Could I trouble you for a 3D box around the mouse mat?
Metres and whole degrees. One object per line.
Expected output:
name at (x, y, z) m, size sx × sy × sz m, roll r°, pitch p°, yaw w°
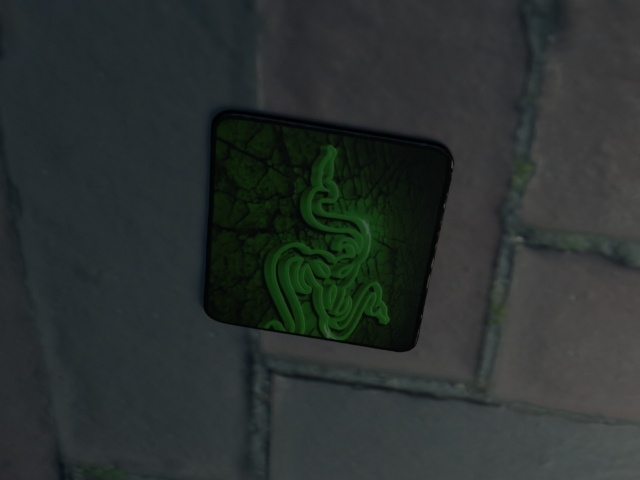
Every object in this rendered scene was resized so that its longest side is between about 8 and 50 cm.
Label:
mouse mat at (0.000, 0.000, 0.855) m, size 0.153 × 0.007 × 0.189 m, roll 9°, pitch 134°, yaw 3°
